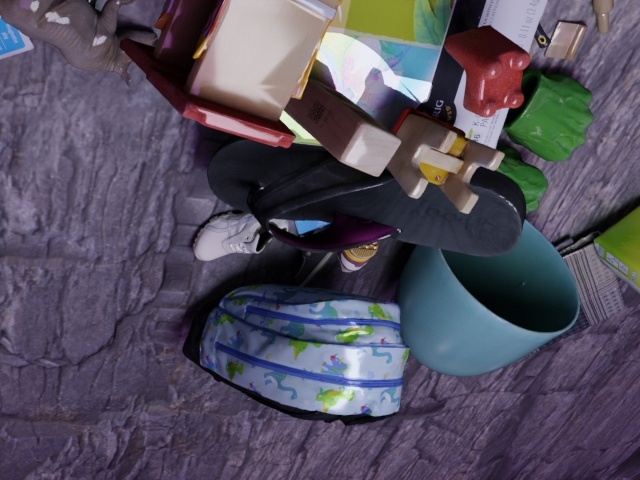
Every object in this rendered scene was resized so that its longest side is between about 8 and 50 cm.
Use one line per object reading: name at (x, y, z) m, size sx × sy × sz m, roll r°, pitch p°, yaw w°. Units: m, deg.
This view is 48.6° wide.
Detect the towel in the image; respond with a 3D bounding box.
towel at (0.496, 0.127, 1.542) m, size 0.312 × 0.056 × 0.324 m, roll -28°, pitch 137°, yaw 10°

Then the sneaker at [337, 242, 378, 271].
sneaker at (0.042, -0.041, 1.125) m, size 0.070 × 0.185 × 0.084 m, roll 8°, pitch 151°, yaw -19°

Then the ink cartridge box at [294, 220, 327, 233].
ink cartridge box at (-0.037, -0.111, 1.066) m, size 0.060 × 0.104 × 0.180 m, roll -19°, pitch 136°, yaw -2°

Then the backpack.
backpack at (-0.017, 0.185, 1.185) m, size 0.290 × 0.355 × 0.273 m, roll 16°, pitch 99°, yaw -34°

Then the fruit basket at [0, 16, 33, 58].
fruit basket at (-0.500, -0.223, 0.702) m, size 0.353 × 0.165 × 0.327 m, roll -19°, pitch 160°, yaw -12°

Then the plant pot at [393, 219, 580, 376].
plant pot at (0.269, 0.107, 1.274) m, size 0.293 × 0.293 × 0.235 m, roll 8°, pitch 137°, yaw -27°

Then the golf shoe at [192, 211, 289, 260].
golf shoe at (-0.129, -0.006, 1.143) m, size 0.176 × 0.086 × 0.069 m, roll -32°, pitch 136°, yaw 12°

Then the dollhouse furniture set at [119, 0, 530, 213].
dollhouse furniture set at (0.036, -0.180, 0.659) m, size 0.374 × 0.152 × 0.201 m, roll 13°, pitch 115°, yaw -42°

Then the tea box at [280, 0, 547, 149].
tea box at (0.062, -0.287, 0.802) m, size 0.324 × 0.220 × 0.328 m, roll 3°, pitch 118°, yaw -20°

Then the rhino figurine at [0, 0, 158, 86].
rhino figurine at (-0.277, -0.259, 0.843) m, size 0.106 × 0.073 × 0.243 m, roll -58°, pitch 149°, yaw 1°

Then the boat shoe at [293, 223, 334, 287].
boat shoe at (0.000, 0.000, 1.232) m, size 0.065 × 0.075 × 0.206 m, roll 39°, pitch 125°, yaw 5°

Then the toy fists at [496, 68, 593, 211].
toy fists at (0.334, -0.146, 1.176) m, size 0.142 × 0.096 × 0.279 m, roll 21°, pitch 112°, yaw -23°

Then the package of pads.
package of pads at (0.709, 0.000, 1.330) m, size 0.297 × 0.229 × 0.101 m, roll -37°, pitch 135°, yaw -1°

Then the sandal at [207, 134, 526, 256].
sandal at (0.029, -0.049, 0.910) m, size 0.446 × 0.107 × 0.167 m, roll 9°, pitch 142°, yaw 25°

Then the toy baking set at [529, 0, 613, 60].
toy baking set at (0.336, -0.357, 1.031) m, size 0.197 × 0.030 × 0.256 m, roll -21°, pitch 135°, yaw -1°

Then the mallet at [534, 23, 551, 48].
mallet at (0.274, -0.344, 0.976) m, size 0.190 × 0.039 × 0.062 m, roll 36°, pitch 126°, yaw -27°
